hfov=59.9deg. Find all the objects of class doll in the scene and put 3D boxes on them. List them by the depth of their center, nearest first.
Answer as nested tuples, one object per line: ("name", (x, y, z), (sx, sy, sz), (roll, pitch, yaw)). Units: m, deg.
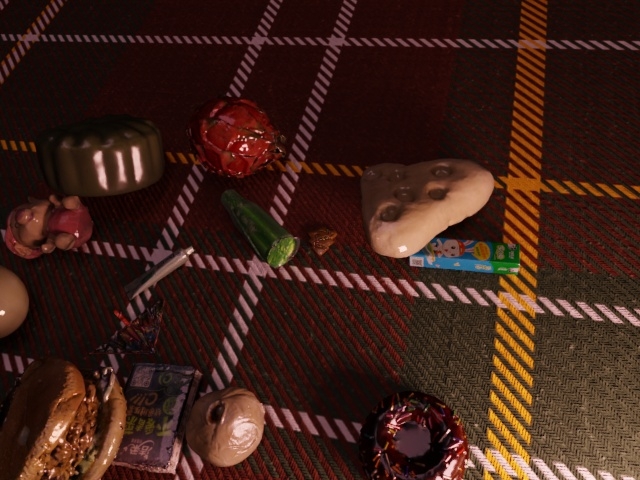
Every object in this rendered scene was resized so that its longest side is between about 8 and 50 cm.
("doll", (-0.803, -0.045, 1.620), (0.256, 0.152, 0.196), (1, 43, 17))

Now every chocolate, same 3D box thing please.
("chocolate", (-0.183, -0.047, 1.531), (0.110, 0.110, 0.291), (-37, 54, -14))

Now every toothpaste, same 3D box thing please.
("toothpaste", (0.357, 0.036, 1.393), (0.267, 0.050, 0.065), (5, 55, 14))
("toothpaste", (-0.442, 0.083, 1.529), (0.218, 0.041, 0.064), (-36, 45, -10))

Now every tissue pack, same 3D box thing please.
("tissue pack", (-0.384, 0.401, 1.278), (0.174, 0.073, 0.235), (0, 56, 14))

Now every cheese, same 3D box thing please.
("cheese", (0.263, -0.080, 1.406), (0.351, 0.129, 0.328), (1, 38, 13))

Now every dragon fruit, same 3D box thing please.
("dragon fruit", (-0.247, -0.302, 1.635), (0.299, 0.244, 0.244), (10, 57, -3))

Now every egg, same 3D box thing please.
("egg", (-0.887, 0.156, 1.475), (0.188, 0.188, 0.254), (-43, 53, -18))

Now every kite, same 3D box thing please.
("kite", (-0.491, 0.239, 1.448), (0.232, 0.009, 0.189), (-41, 59, -17))

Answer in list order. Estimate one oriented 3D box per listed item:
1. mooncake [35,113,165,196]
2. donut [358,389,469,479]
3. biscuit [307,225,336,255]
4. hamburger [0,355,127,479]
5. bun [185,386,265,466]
("mooncake", (-0.640, -0.261, 1.643), (0.352, 0.187, 0.351), (2, 23, -1))
("donut", (0.190, 0.419, 1.144), (0.235, 0.089, 0.234), (-4, 56, 6))
("biscuit", (0.000, 0.000, 1.510), (0.082, 0.016, 0.092), (3, 55, 13))
("hamburger", (-0.561, 0.408, 1.182), (0.277, 0.195, 0.317), (-12, 50, 34))
("bun", (-0.212, 0.399, 1.220), (0.167, 0.113, 0.173), (15, 63, 20))
